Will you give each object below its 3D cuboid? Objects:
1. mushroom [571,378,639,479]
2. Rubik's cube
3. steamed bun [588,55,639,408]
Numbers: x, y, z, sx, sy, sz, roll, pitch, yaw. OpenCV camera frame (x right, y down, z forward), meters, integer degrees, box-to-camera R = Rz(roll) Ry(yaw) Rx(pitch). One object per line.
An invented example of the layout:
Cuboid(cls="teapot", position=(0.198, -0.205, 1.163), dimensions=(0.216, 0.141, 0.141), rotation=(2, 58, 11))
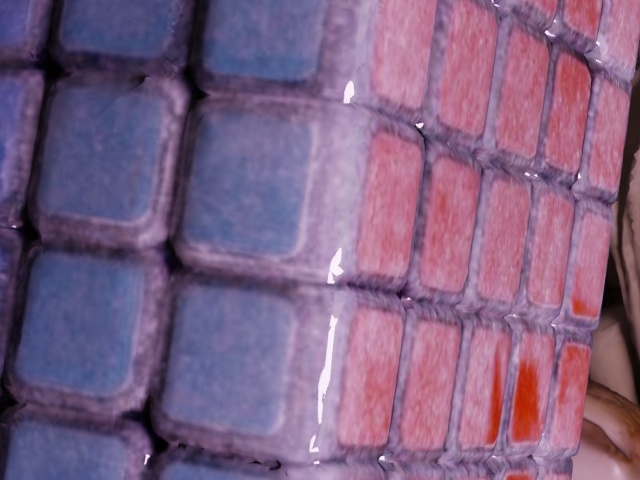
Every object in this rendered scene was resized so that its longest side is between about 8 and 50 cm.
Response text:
Cuboid(cls="mushroom", position=(0.131, 0.224, 1.132), dimensions=(0.397, 0.224, 0.313), rotation=(-6, 88, -72))
Cuboid(cls="Rubik's cube", position=(-0.049, -0.012, 0.610), dimensions=(0.238, 0.237, 0.237), rotation=(17, 80, -64))
Cuboid(cls="steamed bun", position=(0.279, 0.056, 1.236), dimensions=(0.247, 0.352, 0.339), rotation=(-51, 146, 5))
